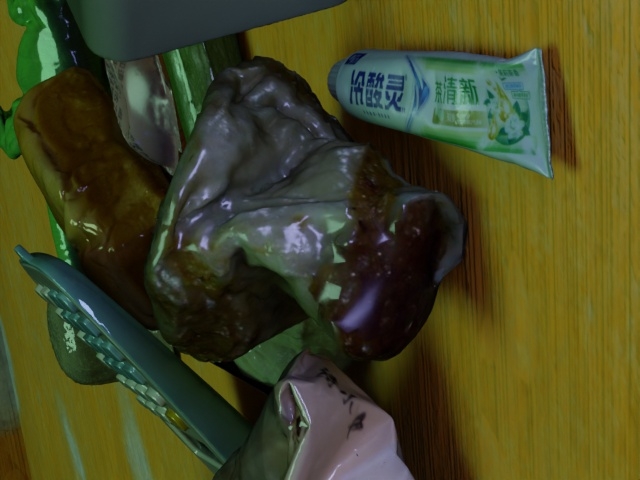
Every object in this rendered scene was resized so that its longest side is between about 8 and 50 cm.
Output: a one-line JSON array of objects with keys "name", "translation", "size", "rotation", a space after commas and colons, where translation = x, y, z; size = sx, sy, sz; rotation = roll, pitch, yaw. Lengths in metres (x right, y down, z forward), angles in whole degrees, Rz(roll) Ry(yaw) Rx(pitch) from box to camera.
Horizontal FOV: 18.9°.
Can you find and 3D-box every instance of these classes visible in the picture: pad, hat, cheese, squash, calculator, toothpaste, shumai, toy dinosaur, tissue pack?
[{"name": "pad", "translation": [-0.052, 0.120, 1.647], "size": [0.127, 0.004, 0.190], "rotation": [30, 179, 0]}, {"name": "hat", "translation": [-0.272, 0.111, 2.407], "size": [0.257, 0.130, 0.257], "rotation": [165, 90, -73]}, {"name": "cheese", "translation": [-0.179, -0.167, 1.931], "size": [0.286, 0.074, 0.189], "rotation": [-129, 28, -62]}, {"name": "squash", "translation": [-0.092, -0.120, 1.684], "size": [0.077, 0.068, 0.219], "rotation": [-26, -79, -76]}, {"name": "calculator", "translation": [-0.167, 0.139, 1.933], "size": [0.386, 0.054, 0.256], "rotation": [45, 170, -14]}, {"name": "toothpaste", "translation": [0.074, -0.090, 1.204], "size": [0.297, 0.048, 0.075], "rotation": [-159, 62, -67]}, {"name": "shumai", "translation": [0.000, 0.000, 1.357], "size": [0.272, 0.203, 0.222], "rotation": [-57, -18, -72]}, {"name": "toy dinosaur", "translation": [-0.260, -0.142, 2.217], "size": [0.500, 0.144, 0.374], "rotation": [67, 151, 14]}, {"name": "tissue pack", "translation": [0.010, 0.310, 1.491], "size": [0.376, 0.195, 0.390], "rotation": [65, 160, 15]}]

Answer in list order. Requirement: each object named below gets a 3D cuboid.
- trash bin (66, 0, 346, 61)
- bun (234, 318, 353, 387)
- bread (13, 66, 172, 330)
[{"name": "trash bin", "translation": [-0.080, -0.292, 1.214], "size": [0.343, 0.222, 0.158], "rotation": [90, 158, -47]}, {"name": "bun", "translation": [-0.043, 0.032, 1.581], "size": [0.195, 0.118, 0.195], "rotation": [164, 90, -77]}, {"name": "bread", "translation": [-0.218, -0.043, 2.036], "size": [0.294, 0.132, 0.167], "rotation": [58, 173, 40]}]
